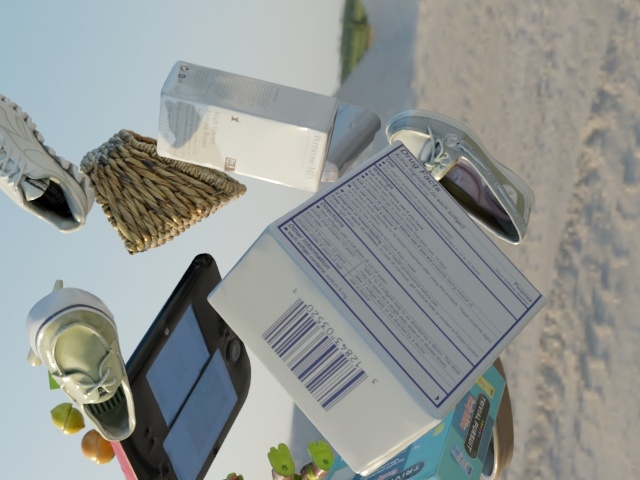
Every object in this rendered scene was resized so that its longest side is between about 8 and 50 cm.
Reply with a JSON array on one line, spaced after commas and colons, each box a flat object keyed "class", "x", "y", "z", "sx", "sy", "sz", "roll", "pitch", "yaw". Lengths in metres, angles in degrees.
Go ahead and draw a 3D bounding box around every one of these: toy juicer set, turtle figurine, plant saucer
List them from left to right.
[{"class": "toy juicer set", "x": -0.427, "y": 0.253, "z": 2.085, "sx": 0.209, "sy": 0.329, "sz": 0.089, "roll": -42, "pitch": -16, "yaw": 35}, {"class": "turtle figurine", "x": -0.066, "y": 0.417, "z": 1.942, "sx": 0.217, "sy": 0.270, "sz": 0.087, "roll": 110, "pitch": 165, "yaw": -53}, {"class": "plant saucer", "x": 0.275, "y": 0.265, "z": 1.929, "sx": 0.278, "sy": 0.041, "sz": 0.277, "roll": 171, "pitch": 90, "yaw": -85}]

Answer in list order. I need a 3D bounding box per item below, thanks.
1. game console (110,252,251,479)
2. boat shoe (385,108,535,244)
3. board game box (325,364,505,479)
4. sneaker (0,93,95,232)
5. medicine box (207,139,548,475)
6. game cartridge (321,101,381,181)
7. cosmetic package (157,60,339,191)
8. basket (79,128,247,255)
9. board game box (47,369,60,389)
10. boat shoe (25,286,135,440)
[{"class": "game console", "x": -0.235, "y": 0.264, "z": 1.979, "sx": 0.386, "sy": 0.060, "sz": 0.342, "roll": -62, "pitch": -27, "yaw": -43}, {"class": "boat shoe", "x": 0.249, "y": -0.114, "z": 2.029, "sx": 0.118, "sy": 0.320, "sz": 0.103, "roll": -38, "pitch": 23, "yaw": 38}, {"class": "board game box", "x": 0.124, "y": 0.319, "z": 1.660, "sx": 0.254, "sy": 0.079, "sz": 0.336, "roll": -34, "pitch": 11, "yaw": 28}, {"class": "sneaker", "x": -0.452, "y": -0.120, "z": 1.694, "sx": 0.110, "sy": 0.292, "sz": 0.118, "roll": -44, "pitch": 25, "yaw": 10}, {"class": "medicine box", "x": 0.071, "y": 0.066, "z": 1.286, "sx": 0.149, "sy": 0.263, "sz": 0.289, "roll": -46, "pitch": -7, "yaw": 40}, {"class": "game cartridge", "x": -0.070, "y": -0.188, "z": 1.957, "sx": 0.198, "sy": 0.297, "sz": 0.062, "roll": -47, "pitch": -34, "yaw": -48}, {"class": "cosmetic package", "x": -0.100, "y": -0.155, "z": 1.564, "sx": 0.117, "sy": 0.231, "sz": 0.085, "roll": 101, "pitch": -176, "yaw": -45}, {"class": "basket", "x": -0.282, "y": -0.121, "z": 2.071, "sx": 0.213, "sy": 0.223, "sz": 0.299, "roll": 59, "pitch": -177, "yaw": -1}, {"class": "board game box", "x": -0.551, "y": 0.220, "z": 2.421, "sx": 0.092, "sy": 0.043, "sz": 0.181, "roll": 42, "pitch": -139, "yaw": -87}, {"class": "boat shoe", "x": -0.298, "y": 0.167, "z": 1.508, "sx": 0.094, "sy": 0.109, "sz": 0.302, "roll": 54, "pitch": 168, "yaw": 30}]
